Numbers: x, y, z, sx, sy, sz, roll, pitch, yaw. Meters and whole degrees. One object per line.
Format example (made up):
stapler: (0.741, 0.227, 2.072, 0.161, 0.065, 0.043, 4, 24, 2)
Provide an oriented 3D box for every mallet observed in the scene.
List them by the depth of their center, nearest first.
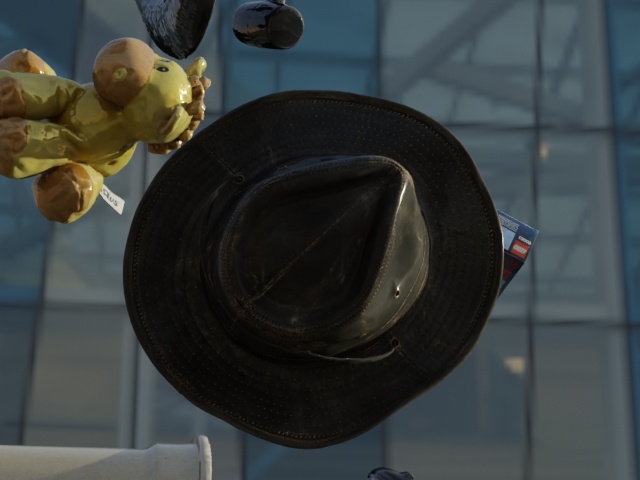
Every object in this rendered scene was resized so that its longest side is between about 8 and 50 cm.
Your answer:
mallet: (-0.027, -0.245, 1.615, 0.039, 0.189, 0.062, 17, -9, -34)

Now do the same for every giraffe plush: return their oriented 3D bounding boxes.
giraffe plush: (-0.196, -0.120, 1.891, 0.170, 0.181, 0.210, -29, -38, 26)

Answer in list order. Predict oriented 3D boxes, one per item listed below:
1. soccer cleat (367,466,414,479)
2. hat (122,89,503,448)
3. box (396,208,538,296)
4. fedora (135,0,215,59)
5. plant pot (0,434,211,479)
soccer cleat: (0.106, 0.291, 1.263, 0.116, 0.318, 0.108, -35, -6, -8)
hat: (0.000, 0.000, 1.644, 0.331, 0.331, 0.134, 2, -18, -4)
box: (0.114, 0.022, 2.088, 0.159, 0.044, 0.233, 27, -31, -1)
fedora: (-0.055, -0.288, 1.468, 0.153, 0.334, 0.334, -3, -23, -16)
plant pot: (-0.309, 0.365, 2.304, 0.306, 0.333, 0.334, 11, -26, -9)
